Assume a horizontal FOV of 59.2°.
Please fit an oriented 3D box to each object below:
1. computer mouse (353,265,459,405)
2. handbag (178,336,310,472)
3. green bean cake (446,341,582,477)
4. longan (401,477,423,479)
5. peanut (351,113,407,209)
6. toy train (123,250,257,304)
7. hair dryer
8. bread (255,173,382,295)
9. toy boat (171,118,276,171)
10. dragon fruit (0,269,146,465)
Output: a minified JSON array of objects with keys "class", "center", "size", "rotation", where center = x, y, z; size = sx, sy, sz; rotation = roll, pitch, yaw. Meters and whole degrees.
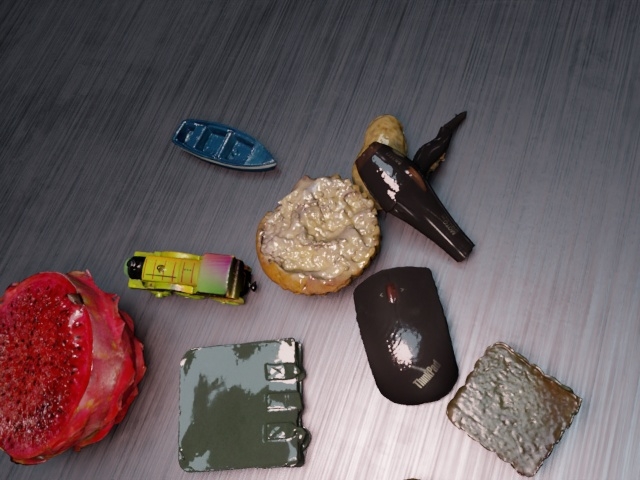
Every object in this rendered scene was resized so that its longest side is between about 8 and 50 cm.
[{"class":"computer mouse","center":[0.162,0.179,1.093],"size":[0.170,0.100,0.269],"rotation":[-15,65,6]},{"class":"handbag","center":[-0.152,0.328,1.128],"size":[0.260,0.079,0.247],"rotation":[-7,67,11]},{"class":"green bean cake","center":[0.338,0.297,0.997],"size":[0.181,0.094,0.173],"rotation":[32,80,24]},{"class":"longan","center":[0.153,0.479,0.929],"size":[0.145,0.176,0.155],"rotation":[-48,48,9]},{"class":"peanut","center":[0.130,-0.175,1.254],"size":[0.103,0.098,0.229],"rotation":[5,71,40]},{"class":"toy train","center":[-0.291,0.076,1.228],"size":[0.296,0.160,0.100],"rotation":[4,75,17]},{"class":"hair dryer","center":[0.262,-0.156,1.200],"size":[0.303,0.120,0.359],"rotation":[41,60,-2]},{"class":"bread","center":[0.000,0.000,1.186],"size":[0.274,0.149,0.274],"rotation":[-8,60,14]},{"class":"toy boat","center":[-0.229,-0.225,1.391],"size":[0.299,0.062,0.096],"rotation":[20,74,23]},{"class":"dragon fruit","center":[-0.519,0.254,1.172],"size":[0.371,0.249,0.386],"rotation":[-43,59,12]}]
